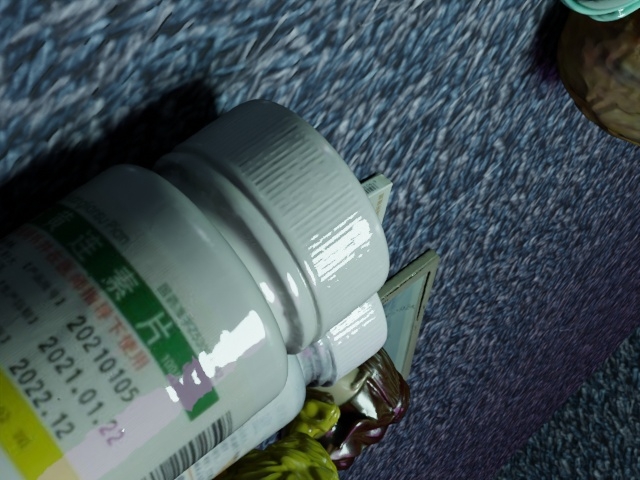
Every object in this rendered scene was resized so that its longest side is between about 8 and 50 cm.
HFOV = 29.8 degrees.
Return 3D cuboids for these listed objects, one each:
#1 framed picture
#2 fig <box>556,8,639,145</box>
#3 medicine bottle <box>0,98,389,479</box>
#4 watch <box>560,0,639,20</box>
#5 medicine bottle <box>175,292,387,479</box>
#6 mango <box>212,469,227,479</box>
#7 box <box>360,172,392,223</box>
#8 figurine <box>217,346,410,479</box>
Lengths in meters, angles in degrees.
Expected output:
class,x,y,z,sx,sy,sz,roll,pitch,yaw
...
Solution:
class,x,y,z,sx,sy,sz,roll,pitch,yaw
framed picture,0.044,0.170,1.591,0.247,0.022,0.335,-35,155,-25
fig,0.438,-0.171,1.269,0.286,0.369,0.286,-37,164,-13
medicine bottle,-0.131,0.059,0.853,0.339,0.208,0.208,-37,156,-21
watch,0.296,-0.307,1.087,0.237,0.068,0.195,-31,138,-12
medicine bottle,-0.090,0.105,1.047,0.273,0.165,0.165,-32,154,-21
mango,-0.141,0.333,1.377,0.287,0.152,0.201,-25,140,-45
box,0.000,0.000,1.218,0.167,0.024,0.090,-30,151,-31
figurine,-0.009,0.212,1.266,0.315,0.168,0.187,-61,175,-49
